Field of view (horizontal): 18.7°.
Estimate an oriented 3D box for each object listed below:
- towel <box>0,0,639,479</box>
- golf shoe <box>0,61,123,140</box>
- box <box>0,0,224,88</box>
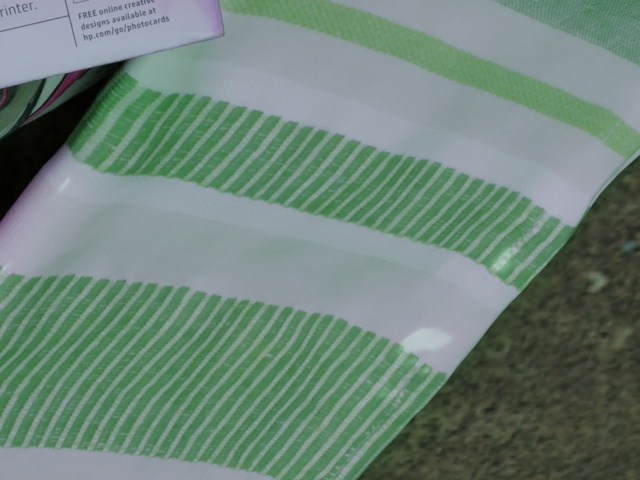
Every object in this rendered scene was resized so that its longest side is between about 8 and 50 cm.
[{"bbox_3d":[0.000,0.000,0.696,0.248,0.038,0.325,12,129,-46],"label":"towel"},{"bbox_3d":[-0.068,-0.097,0.620,0.186,0.067,0.086,-36,172,5],"label":"golf shoe"},{"bbox_3d":[-0.116,-0.131,0.526,0.145,0.038,0.186,-13,105,-4],"label":"box"}]
